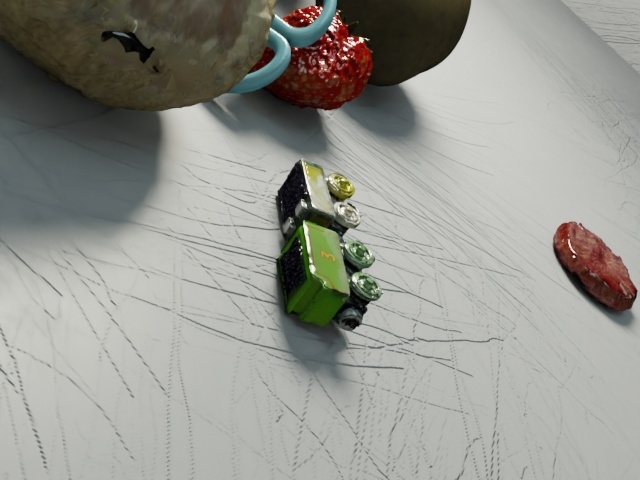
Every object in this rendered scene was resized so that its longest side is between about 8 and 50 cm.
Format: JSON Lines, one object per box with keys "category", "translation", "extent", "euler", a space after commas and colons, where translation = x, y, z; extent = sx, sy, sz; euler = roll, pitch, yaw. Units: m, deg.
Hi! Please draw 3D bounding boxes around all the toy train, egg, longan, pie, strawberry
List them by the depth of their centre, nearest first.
{"category": "egg", "translation": [-0.174, -0.253, 0.758], "extent": [0.310, 0.279, 0.279], "euler": [58, 18, -35]}
{"category": "toy train", "translation": [0.000, 0.000, 0.832], "extent": [0.081, 0.060, 0.202], "euler": [19, 35, -25]}
{"category": "strawberry", "translation": [-0.013, -0.201, 1.031], "extent": [0.131, 0.131, 0.148], "euler": [42, 61, -1]}
{"category": "longan", "translation": [0.099, -0.321, 1.212], "extent": [0.248, 0.248, 0.248], "euler": [30, 32, -21]}
{"category": "pie", "translation": [0.394, 0.036, 1.280], "extent": [0.154, 0.036, 0.154], "euler": [30, 32, -21]}

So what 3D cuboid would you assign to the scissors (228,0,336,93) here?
{"category": "scissors", "translation": [-0.187, -0.336, 1.008], "extent": [0.447, 0.192, 0.029], "euler": [39, -16, 15]}
